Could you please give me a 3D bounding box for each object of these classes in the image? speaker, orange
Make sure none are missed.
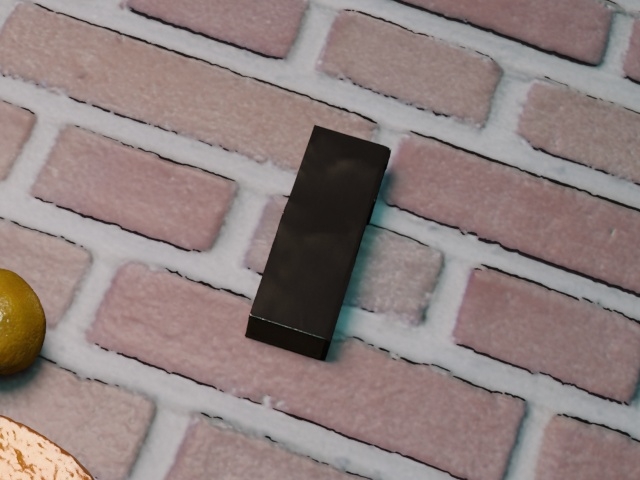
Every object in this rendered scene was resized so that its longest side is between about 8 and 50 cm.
[{"bbox_3d":[0.000,0.000,1.407,0.082,0.044,0.218,16,59,1],"label":"speaker"},{"bbox_3d":[-0.279,0.069,1.301,0.085,0.085,0.095,-12,68,-15],"label":"orange"}]

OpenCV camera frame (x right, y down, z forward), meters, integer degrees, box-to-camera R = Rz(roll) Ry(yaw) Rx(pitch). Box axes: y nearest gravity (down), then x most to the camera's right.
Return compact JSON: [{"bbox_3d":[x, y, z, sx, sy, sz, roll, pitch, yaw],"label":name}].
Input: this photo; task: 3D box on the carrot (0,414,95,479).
[{"bbox_3d":[-0.265,0.271,1.164,0.258,0.100,0.307,-23,69,-27],"label":"carrot"}]
